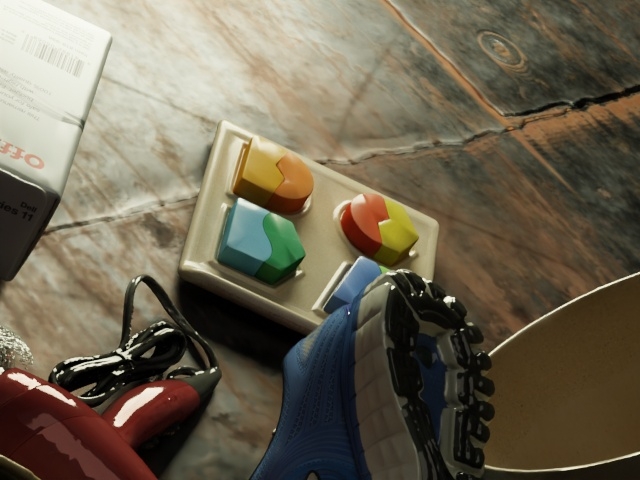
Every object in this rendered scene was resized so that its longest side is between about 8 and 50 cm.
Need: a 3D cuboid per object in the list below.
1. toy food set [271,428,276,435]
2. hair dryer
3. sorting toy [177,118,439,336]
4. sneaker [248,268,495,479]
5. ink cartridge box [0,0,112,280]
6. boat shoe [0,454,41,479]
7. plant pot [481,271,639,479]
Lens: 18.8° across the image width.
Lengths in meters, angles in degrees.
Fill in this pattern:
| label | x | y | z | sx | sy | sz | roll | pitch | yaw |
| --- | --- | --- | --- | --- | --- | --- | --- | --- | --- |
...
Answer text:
| label | x | y | z | sx | sy | sz | roll | pitch | yaw |
| --- | --- | --- | --- | --- | --- | --- | --- | --- | --- |
| toy food set | 0.019 | 0.116 | 1.317 | 0.078 | 0.019 | 0.122 | 38 | 34 | 8 |
| hair dryer | -0.120 | 0.108 | 1.160 | 0.223 | 0.080 | 0.294 | 8 | 41 | -33 |
| sorting toy | 0.000 | 0.000 | 1.429 | 0.193 | 0.038 | 0.208 | 25 | 35 | -12 |
| sneaker | 0.031 | 0.189 | 1.156 | 0.129 | 0.147 | 0.330 | 26 | 50 | -37 |
| ink cartridge box | -0.238 | -0.088 | 1.299 | 0.153 | 0.087 | 0.208 | 26 | 34 | -12 |
| boat shoe | -0.098 | 0.224 | 1.024 | 0.285 | 0.089 | 0.104 | 34 | 33 | 1 |
| plant pot | 0.246 | 0.154 | 1.275 | 0.191 | 0.284 | 0.284 | 65 | 31 | -15 |
